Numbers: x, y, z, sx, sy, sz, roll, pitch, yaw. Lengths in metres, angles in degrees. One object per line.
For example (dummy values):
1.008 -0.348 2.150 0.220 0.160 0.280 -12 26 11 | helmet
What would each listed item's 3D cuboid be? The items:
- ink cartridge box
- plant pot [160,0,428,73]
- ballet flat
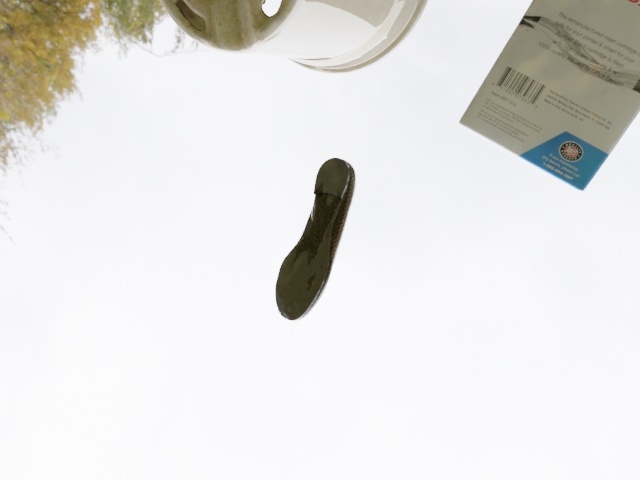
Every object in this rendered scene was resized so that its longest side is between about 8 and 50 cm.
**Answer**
0.514 -0.341 1.070 0.285 0.395 0.166 32 -165 9 | ink cartridge box
-0.044 -0.377 0.687 0.334 0.334 0.305 33 -147 10 | plant pot
0.000 0.000 0.771 0.084 0.058 0.250 14 -95 30 | ballet flat
